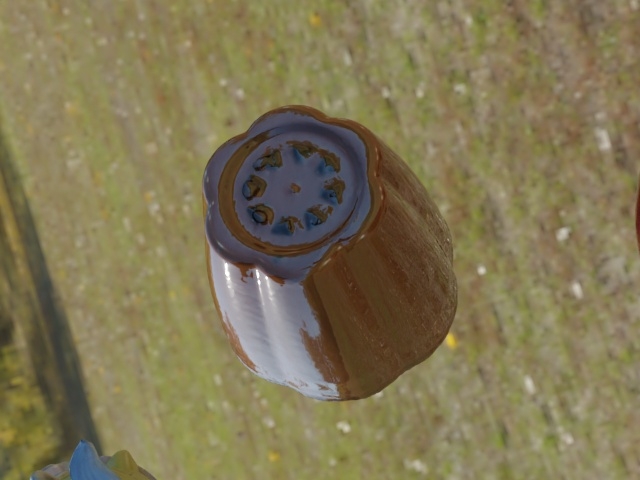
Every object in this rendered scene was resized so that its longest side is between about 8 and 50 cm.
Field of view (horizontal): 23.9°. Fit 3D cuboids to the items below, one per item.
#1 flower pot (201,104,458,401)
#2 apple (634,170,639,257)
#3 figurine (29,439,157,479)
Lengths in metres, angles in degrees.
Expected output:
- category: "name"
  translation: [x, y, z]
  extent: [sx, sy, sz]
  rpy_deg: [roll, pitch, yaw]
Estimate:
- category: "flower pot"
  translation: [0.000, 0.000, 1.070]
  extent: [0.173, 0.190, 0.191]
  rpy_deg: [68, 180, -64]
- category: "apple"
  translation: [0.308, -0.058, 0.748]
  extent: [0.317, 0.288, 0.288]
  rpy_deg: [-61, 22, 5]
- category: "figurine"
  translation: [-0.153, 0.200, 0.970]
  extent: [0.128, 0.184, 0.208]
  rpy_deg: [52, 137, 4]
